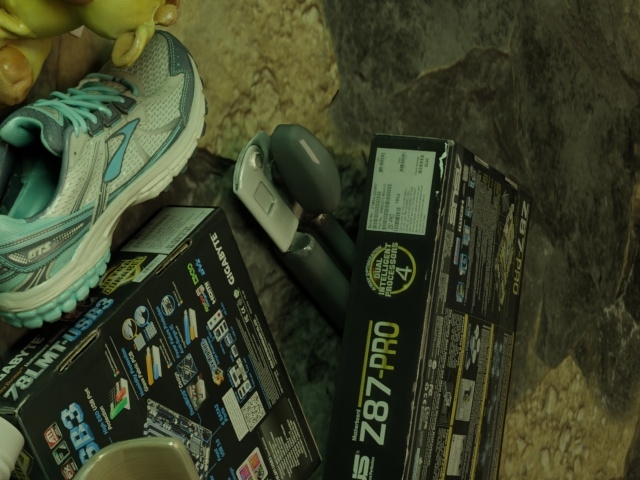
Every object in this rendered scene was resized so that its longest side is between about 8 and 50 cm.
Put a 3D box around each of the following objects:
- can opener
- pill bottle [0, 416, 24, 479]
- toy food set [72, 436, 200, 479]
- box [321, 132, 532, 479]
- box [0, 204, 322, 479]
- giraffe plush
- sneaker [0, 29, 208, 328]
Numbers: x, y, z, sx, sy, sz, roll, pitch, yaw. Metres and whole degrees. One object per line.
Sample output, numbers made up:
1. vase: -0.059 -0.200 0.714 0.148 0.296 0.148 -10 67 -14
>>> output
1. can opener: 0.000 0.000 1.545 0.280 0.093 0.074 57 48 -45
2. pill bottle: -0.289 0.220 1.125 0.117 0.117 0.215 49 53 -43
3. toy food set: -0.162 0.323 1.176 0.306 0.092 0.219 -58 148 -34
4. box: 0.118 0.113 1.638 0.318 0.097 0.394 18 78 -65
5. box: -0.138 0.167 1.369 0.293 0.073 0.295 -47 128 -41
6. giraffe plush: -0.190 -0.190 1.200 0.210 0.171 0.181 -1 92 -54
7. sneaker: -0.184 -0.073 1.253 0.283 0.110 0.122 -64 146 -30
